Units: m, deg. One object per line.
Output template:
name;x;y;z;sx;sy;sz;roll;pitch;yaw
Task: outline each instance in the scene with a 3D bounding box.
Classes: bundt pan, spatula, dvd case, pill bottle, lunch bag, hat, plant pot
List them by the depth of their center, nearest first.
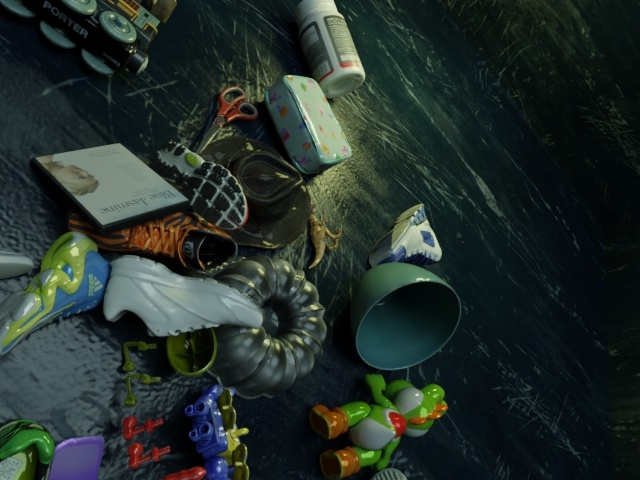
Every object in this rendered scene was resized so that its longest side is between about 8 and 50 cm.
spatula;-0.395;0.465;0.727;0.084;0.030;0.297;15;62;-41
dvd case;-0.395;-0.107;0.886;0.253;0.022;0.180;37;38;25
bundt pan;-0.114;0.178;1.048;0.330;0.124;0.331;19;59;-35
hat;-0.137;-0.139;1.145;0.331;0.134;0.332;15;63;-31
plant pot;0.198;0.171;1.261;0.290;0.290;0.195;27;19;-31
lunch bag;-0.030;-0.326;1.349;0.224;0.107;0.280;-28;94;-60
pill bottle;0.024;-0.620;1.502;0.161;0.161;0.284;-11;79;-44

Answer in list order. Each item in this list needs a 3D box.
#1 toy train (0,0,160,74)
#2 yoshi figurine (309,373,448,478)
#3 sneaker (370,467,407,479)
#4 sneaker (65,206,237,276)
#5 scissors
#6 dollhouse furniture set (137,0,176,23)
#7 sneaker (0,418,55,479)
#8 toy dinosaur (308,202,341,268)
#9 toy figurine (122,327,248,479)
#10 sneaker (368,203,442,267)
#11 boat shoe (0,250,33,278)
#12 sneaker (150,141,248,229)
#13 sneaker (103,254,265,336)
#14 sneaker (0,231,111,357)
toy train;-0.505;-0.496;0.991;0.333;0.142;0.190;34;40;-25
yoshi figurine;0.145;0.444;1.171;0.361;0.204;0.203;-9;37;-30
sneaker;0.111;0.697;1.019;0.366;0.135;0.150;-42;116;-35
sneaker;-0.300;-0.013;0.902;0.320;0.180;0.125;5;102;-40
scissors;-0.260;-0.310;1.186;0.109;0.021;0.297;47;43;-9
dollhouse furniture set;-0.447;-0.684;1.099;0.241;0.160;0.213;6;68;-41
sneaker;-0.466;0.407;0.607;0.134;0.146;0.344;30;55;-30
toy dinosaur;0.000;0.000;1.288;0.112;0.064;0.212;5;57;-22
toy figurine;-0.229;0.351;0.876;0.191;0.217;0.363;-22;52;-7
sneaker;0.298;0.025;1.489;0.182;0.127;0.315;54;44;-7
boat shoe;-0.566;0.025;0.750;0.184;0.066;0.063;0;62;-39
sneaker;-0.239;-0.116;1.005;0.279;0.107;0.118;41;0;25
sneaker;-0.251;0.125;0.871;0.296;0.111;0.130;16;73;-10
sneaker;-0.445;0.108;0.798;0.240;0.091;0.126;-59;136;-21
